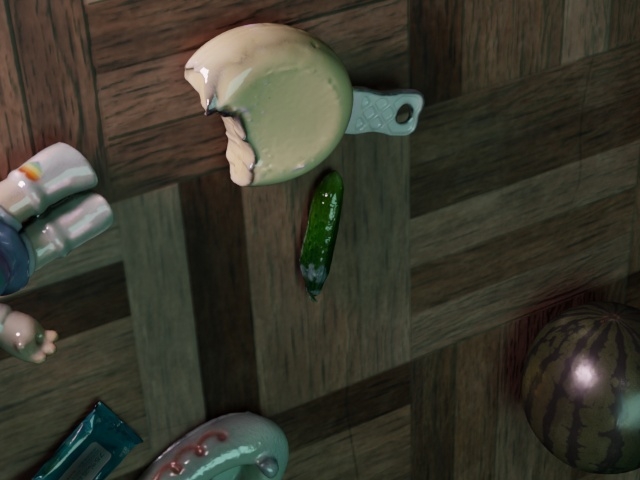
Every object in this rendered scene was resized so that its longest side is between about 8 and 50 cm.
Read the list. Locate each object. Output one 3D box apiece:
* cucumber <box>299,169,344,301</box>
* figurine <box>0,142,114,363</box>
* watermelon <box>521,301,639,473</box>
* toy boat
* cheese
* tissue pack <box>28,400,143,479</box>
[{"bbox_3d":[0.000,0.000,1.359,0.037,0.037,0.155,-6,120,-30],"label":"cucumber"},{"bbox_3d":[-0.342,0.070,1.102,0.382,0.205,0.225,-31,130,-40],"label":"figurine"},{"bbox_3d":[0.350,0.183,1.590,0.212,0.212,0.212,-16,125,-25],"label":"watermelon"},{"bbox_3d":[-0.120,0.278,1.427,0.207,0.079,0.134,-38,129,-5],"label":"toy boat"},{"bbox_3d":[-0.007,-0.143,1.242,0.248,0.071,0.163,-20,128,-22],"label":"cheese"},{"bbox_3d":[-0.255,0.236,1.345,0.138,0.028,0.085,-45,136,-8],"label":"tissue pack"}]
